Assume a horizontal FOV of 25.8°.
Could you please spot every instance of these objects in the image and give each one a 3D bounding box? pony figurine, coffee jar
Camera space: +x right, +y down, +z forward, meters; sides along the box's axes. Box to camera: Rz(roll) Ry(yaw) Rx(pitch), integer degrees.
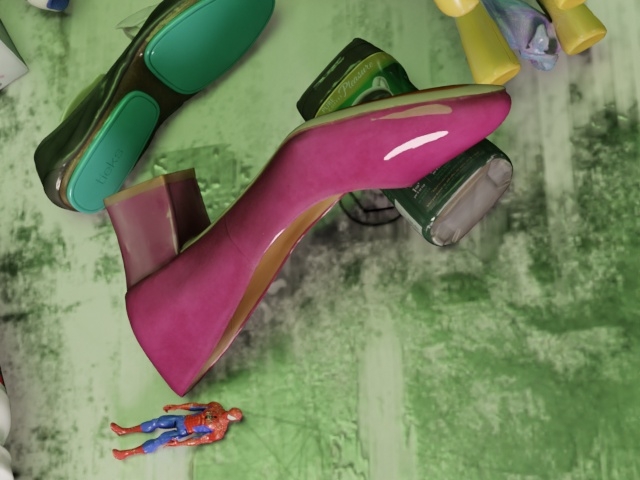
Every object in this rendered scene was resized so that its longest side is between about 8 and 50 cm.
[{"bbox_3d":[0.094,-0.303,1.132,0.303,0.351,0.363,-32,81,9],"label":"pony figurine"},{"bbox_3d":[0.067,-0.086,1.167,0.096,0.079,0.184,-47,62,5],"label":"coffee jar"}]

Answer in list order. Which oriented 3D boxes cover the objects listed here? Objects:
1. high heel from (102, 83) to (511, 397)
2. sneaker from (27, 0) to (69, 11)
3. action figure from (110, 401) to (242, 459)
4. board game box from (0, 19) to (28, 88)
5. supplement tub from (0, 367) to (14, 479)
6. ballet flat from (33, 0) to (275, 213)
[{"bbox_3d":[0.000,0.000,1.102,0.377,0.127,0.181,-17,92,34],"label":"high heel"},{"bbox_3d":[-0.201,-0.347,1.367,0.296,0.112,0.131,-45,79,-1],"label":"sneaker"},{"bbox_3d":[-0.119,0.156,1.163,0.115,0.030,0.038,-14,60,11],"label":"action figure"},{"bbox_3d":[-0.472,-0.180,1.383,0.303,0.097,0.224,-34,62,2],"label":"board game box"},{"bbox_3d":[-0.370,0.104,1.177,0.191,0.191,0.272,-25,63,8],"label":"supplement tub"},{"bbox_3d":[-0.164,-0.151,1.270,0.280,0.095,0.096,-48,50,-4],"label":"ballet flat"}]
